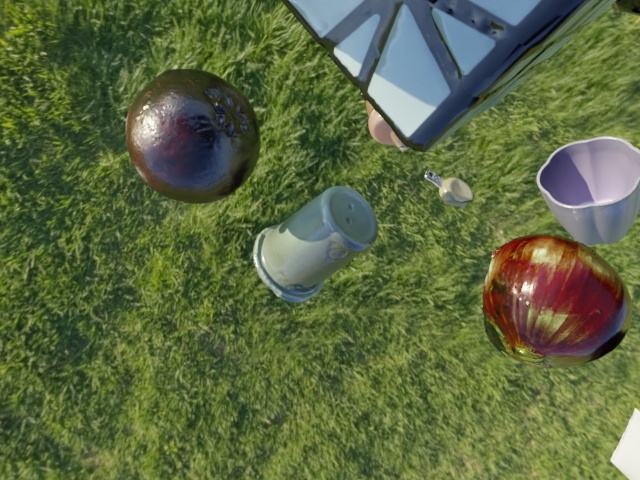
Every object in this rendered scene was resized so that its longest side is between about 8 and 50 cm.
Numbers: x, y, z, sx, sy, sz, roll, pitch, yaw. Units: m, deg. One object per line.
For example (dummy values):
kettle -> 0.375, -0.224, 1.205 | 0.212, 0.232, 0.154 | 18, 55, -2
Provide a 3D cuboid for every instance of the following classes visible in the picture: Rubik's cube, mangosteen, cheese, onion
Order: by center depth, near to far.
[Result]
onion -> 0.191, 0.049, 0.388 | 0.119, 0.118, 0.117 | -41, 138, 8
Rubik's cube -> 0.176, -0.324, 0.579 | 0.288, 0.283, 0.293 | 50, 139, 6
mangosteen -> -0.283, -0.223, 1.035 | 0.294, 0.297, 0.296 | 8, 117, 34
cheese -> 0.392, -0.154, 1.448 | 0.171, 0.092, 0.047 | 15, 151, -21

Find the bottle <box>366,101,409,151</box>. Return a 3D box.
bottle -> 0.237, -0.424, 1.458 | 0.173, 0.296, 0.206 | -21, 137, 35

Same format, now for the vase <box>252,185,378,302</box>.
vase -> 0.000, 0.000, 1.238 | 0.245, 0.244, 0.291 | 36, 134, -20

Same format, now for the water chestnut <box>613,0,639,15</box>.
water chestnut -> 0.574, -0.525, 0.800 | 0.301, 0.300, 0.299 | -3, 112, -7

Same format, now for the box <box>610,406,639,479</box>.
box -> 0.498, 0.281, 0.503 | 0.195, 0.260, 0.110 | -11, 119, -16

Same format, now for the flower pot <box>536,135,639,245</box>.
flower pot -> 0.789, -0.125, 1.356 | 0.265, 0.265, 0.243 | -37, 130, 7
